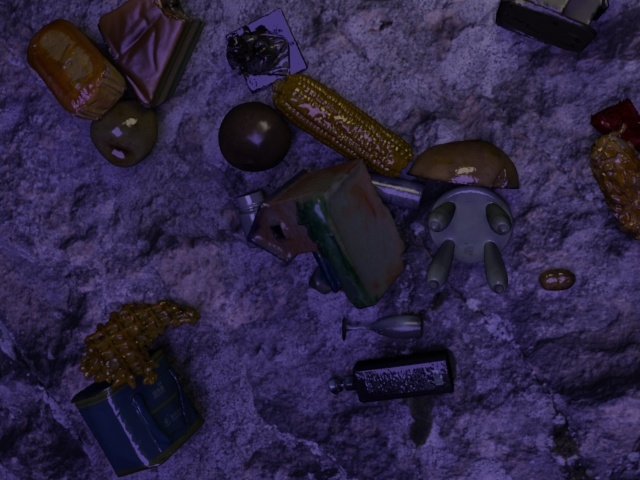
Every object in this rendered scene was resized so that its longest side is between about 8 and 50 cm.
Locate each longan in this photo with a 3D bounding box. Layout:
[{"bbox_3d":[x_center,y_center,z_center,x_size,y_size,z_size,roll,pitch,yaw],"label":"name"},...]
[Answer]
[{"bbox_3d":[-0.150,-0.239,1.828,0.167,0.187,0.168,-6,101,-30],"label":"longan"}]

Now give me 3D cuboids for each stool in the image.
[{"bbox_3d":[0.328,-0.001,1.761,0.195,0.199,0.196,4,116,13],"label":"stool"}]

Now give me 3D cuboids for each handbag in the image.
[{"bbox_3d":[-0.459,0.435,2.021,0.222,0.263,0.241,-21,102,38],"label":"handbag"}]

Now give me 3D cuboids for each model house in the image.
[{"bbox_3d":[0.508,-0.555,1.615,0.204,0.218,0.279,24,94,5],"label":"model house"},{"bbox_3d":[0.000,0.000,1.818,0.280,0.245,0.312,-9,116,38],"label":"model house"}]

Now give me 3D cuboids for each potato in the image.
[{"bbox_3d":[0.549,0.091,1.832,0.083,0.040,0.051,-2,94,11],"label":"potato"},{"bbox_3d":[0.325,-0.179,1.776,0.261,0.120,0.100,8,100,9],"label":"potato"}]

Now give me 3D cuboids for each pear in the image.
[{"bbox_3d":[-0.472,-0.262,1.904,0.167,0.137,0.167,1,148,1],"label":"pear"}]

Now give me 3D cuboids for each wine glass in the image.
[{"bbox_3d":[0.153,0.215,1.937,0.197,0.066,0.066,-2,103,13],"label":"wine glass"}]

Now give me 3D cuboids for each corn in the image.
[{"bbox_3d":[0.047,-0.264,1.811,0.363,0.120,0.120,31,108,2],"label":"corn"}]

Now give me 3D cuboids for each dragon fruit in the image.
[{"bbox_3d":[0.657,-0.235,1.713,0.097,0.063,0.131,-32,95,18],"label":"dragon fruit"}]

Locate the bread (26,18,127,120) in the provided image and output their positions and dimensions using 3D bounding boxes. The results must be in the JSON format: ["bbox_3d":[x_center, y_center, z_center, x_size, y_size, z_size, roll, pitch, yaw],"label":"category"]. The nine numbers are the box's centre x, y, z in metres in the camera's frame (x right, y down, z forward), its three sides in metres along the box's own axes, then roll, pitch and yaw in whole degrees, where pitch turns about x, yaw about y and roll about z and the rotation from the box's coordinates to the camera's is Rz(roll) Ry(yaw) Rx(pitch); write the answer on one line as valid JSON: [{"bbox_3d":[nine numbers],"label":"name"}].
[{"bbox_3d":[-0.570,-0.398,1.844,0.152,0.119,0.288,-48,56,8],"label":"bread"}]

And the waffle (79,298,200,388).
[{"bbox_3d":[-0.465,0.241,1.965,0.259,0.293,0.069,3,126,21],"label":"waffle"}]

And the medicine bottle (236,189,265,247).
[{"bbox_3d":[-0.156,-0.053,1.927,0.080,0.080,0.131,-13,101,15],"label":"medicine bottle"}]

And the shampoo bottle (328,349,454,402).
[{"bbox_3d":[0.170,0.342,1.961,0.309,0.071,0.098,-10,103,14],"label":"shampoo bottle"}]

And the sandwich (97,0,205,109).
[{"bbox_3d":[-0.362,-0.452,1.830,0.198,0.155,0.228,-24,98,17],"label":"sandwich"}]

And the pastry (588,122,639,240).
[{"bbox_3d":[0.651,-0.129,1.697,0.102,0.154,0.250,-21,109,26],"label":"pastry"}]

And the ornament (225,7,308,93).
[{"bbox_3d":[-0.154,-0.420,1.775,0.166,0.196,0.153,-23,98,18],"label":"ornament"}]

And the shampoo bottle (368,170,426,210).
[{"bbox_3d":[0.135,-0.124,1.853,0.213,0.072,0.072,13,106,9],"label":"shampoo bottle"}]
